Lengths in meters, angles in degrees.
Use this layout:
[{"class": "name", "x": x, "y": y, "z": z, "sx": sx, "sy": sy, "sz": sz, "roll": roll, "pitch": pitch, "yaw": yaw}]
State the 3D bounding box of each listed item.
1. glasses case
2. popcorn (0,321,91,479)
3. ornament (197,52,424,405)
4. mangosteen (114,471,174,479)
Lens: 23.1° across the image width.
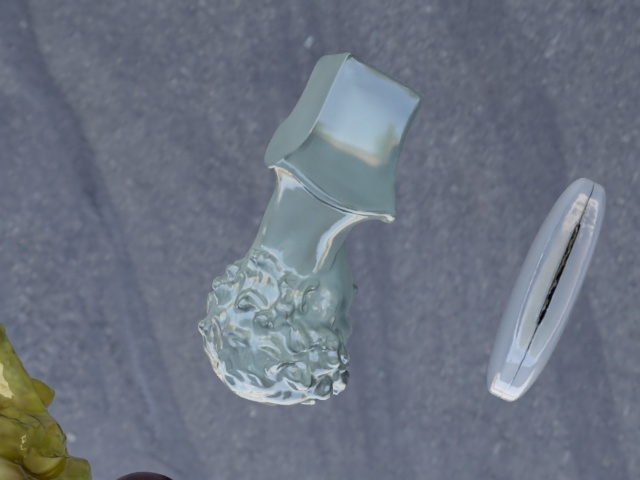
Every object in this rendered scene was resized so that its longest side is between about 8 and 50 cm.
[{"class": "glasses case", "x": 0.180, "y": 0.038, "z": 1.245, "sx": 0.049, "sy": 0.193, "sz": 0.074, "roll": 23, "pitch": 158, "yaw": 3}, {"class": "popcorn", "x": -0.169, "y": 0.097, "z": 0.562, "sx": 0.197, "sy": 0.197, "sz": 0.155, "roll": 15, "pitch": 119, "yaw": 16}, {"class": "ornament", "x": -0.010, "y": -0.007, "z": 1.214, "sx": 0.130, "sy": 0.120, "sz": 0.285, "roll": 11, "pitch": 102, "yaw": -16}, {"class": "mangosteen", "x": -0.094, "y": 0.169, "z": 0.869, "sx": 0.081, "sy": 0.081, "sz": 0.081, "roll": 15, "pitch": 133, "yaw": 16}]
